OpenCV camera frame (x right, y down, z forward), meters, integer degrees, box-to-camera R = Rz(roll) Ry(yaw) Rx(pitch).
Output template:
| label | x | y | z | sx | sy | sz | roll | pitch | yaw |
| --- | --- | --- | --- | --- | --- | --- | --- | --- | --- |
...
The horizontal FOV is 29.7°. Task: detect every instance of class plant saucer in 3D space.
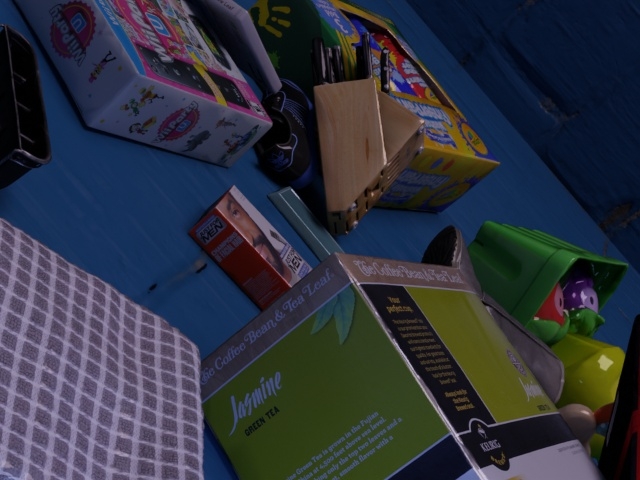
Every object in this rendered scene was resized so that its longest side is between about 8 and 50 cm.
| label | x | y | z | sx | sy | sz | roll | pitch | yaw |
| --- | --- | --- | --- | --- | --- | --- | --- | --- | --- |
| plant saucer | 0.000 | 0.000 | 1.710 | 0.192 | 0.018 | 0.067 | 50 | 20 | 3 |

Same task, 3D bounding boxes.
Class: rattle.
| label | x | y | z | sx | sy | sz | roll | pitch | yaw |
| --- | --- | --- | --- | --- | --- | --- | --- | --- | --- |
| rattle | 0.346 | 0.258 | 1.711 | 0.130 | 0.199 | 0.143 | 50 | 20 | 0 |

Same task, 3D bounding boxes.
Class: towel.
| label | x | y | z | sx | sy | sz | roll | pitch | yaw |
| --- | --- | --- | --- | --- | --- | --- | --- | --- | --- |
| towel | -0.200 | 0.128 | 0.911 | 0.235 | 0.121 | 0.284 | 37 | 24 | -29 |

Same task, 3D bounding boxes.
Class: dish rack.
| label | x | y | z | sx | sy | sz | roll | pitch | yaw |
| --- | --- | --- | --- | --- | --- | --- | --- | --- | --- |
| dish rack | -0.385 | -0.170 | 1.121 | 0.271 | 0.074 | 0.208 | 32 | 26 | -40 |

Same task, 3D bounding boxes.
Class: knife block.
| label | x | y | z | sx | sy | sz | roll | pitch | yaw |
| --- | --- | --- | --- | --- | --- | --- | --- | --- | --- |
| knife block | 0.024 | -0.177 | 1.807 | 0.242 | 0.276 | 0.088 | 36 | -17 | 18 |

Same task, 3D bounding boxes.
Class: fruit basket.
| label | x | y | z | sx | sy | sz | roll | pitch | yaw |
| --- | --- | --- | --- | --- | --- | --- | --- | --- | --- |
| fruit basket | 0.396 | 0.159 | 1.950 | 0.392 | 0.283 | 0.392 | 31 | 13 | -8 |

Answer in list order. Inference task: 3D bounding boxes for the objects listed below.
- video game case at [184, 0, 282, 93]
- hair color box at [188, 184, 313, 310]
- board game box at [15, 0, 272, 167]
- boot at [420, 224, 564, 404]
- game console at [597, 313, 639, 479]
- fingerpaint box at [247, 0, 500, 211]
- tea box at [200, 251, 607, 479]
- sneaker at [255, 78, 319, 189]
| label | x | y | z | sx | sy | sz | roll | pitch | yaw |
| --- | --- | --- | --- | --- | --- | --- | --- | --- | --- |
| video game case | -0.152 | -0.317 | 1.750 | 0.193 | 0.023 | 0.212 | 38 | -9 | 23 |
| hair color box | -0.075 | 0.021 | 1.463 | 0.167 | 0.053 | 0.093 | 46 | 21 | -8 |
| board game box | -0.219 | -0.228 | 1.542 | 0.224 | 0.097 | 0.303 | 57 | 21 | 21 |
| boot | 0.224 | 0.097 | 1.549 | 0.208 | 0.076 | 0.190 | 30 | 41 | -23 |
| game console | 0.362 | 0.325 | 1.403 | 0.387 | 0.060 | 0.342 | 88 | 13 | -47 |
| fingerpaint box | 0.090 | -0.244 | 2.117 | 0.371 | 0.163 | 0.445 | 56 | 21 | 16 |
| tea box | 0.092 | 0.205 | 1.243 | 0.323 | 0.220 | 0.329 | 58 | 21 | 19 |
| sneaker | -0.061 | -0.180 | 1.808 | 0.090 | 0.081 | 0.232 | 42 | 21 | -40 |
